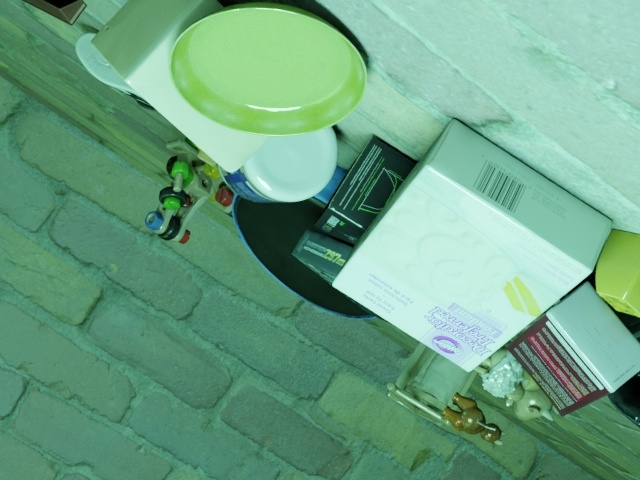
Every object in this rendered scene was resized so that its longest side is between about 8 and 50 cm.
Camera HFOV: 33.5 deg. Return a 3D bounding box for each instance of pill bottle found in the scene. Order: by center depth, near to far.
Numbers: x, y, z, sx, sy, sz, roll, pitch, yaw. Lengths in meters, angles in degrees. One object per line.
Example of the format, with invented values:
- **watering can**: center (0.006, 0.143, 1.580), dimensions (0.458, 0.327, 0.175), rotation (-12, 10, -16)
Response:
- **pill bottle**: center (-0.079, -0.136, 1.713), dimensions (0.153, 0.153, 0.264), rotation (34, 171, -15)

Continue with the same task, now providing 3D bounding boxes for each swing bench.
- **swing bench**: center (0.285, 0.286, 2.464), dimensions (0.165, 0.253, 0.255), rotation (31, 172, 9)

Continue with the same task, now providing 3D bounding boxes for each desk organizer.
- **desk organizer**: center (-0.475, -0.426, 1.844), dimensions (0.130, 0.047, 0.050), rotation (29, 168, 21)

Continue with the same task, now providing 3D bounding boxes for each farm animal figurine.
- **farm animal figurine**: center (0.386, 0.231, 1.946), dimensions (0.172, 0.330, 0.327), rotation (32, 144, 17)

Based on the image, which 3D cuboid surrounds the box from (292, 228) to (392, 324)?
- **box**: center (0.086, 0.078, 1.784), dimensions (0.232, 0.059, 0.183), rotation (38, 172, -38)

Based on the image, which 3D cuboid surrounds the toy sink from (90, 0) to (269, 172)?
- **toy sink**: center (-0.160, -0.228, 1.410), dimensions (0.234, 0.153, 0.131), rotation (41, -176, -47)

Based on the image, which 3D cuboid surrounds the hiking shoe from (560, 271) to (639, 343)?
- **hiking shoe**: center (0.400, 0.102, 1.554), dimensions (0.304, 0.113, 0.132), rotation (144, 105, -76)

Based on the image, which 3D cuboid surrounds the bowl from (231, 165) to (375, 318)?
- **bowl**: center (0.000, 0.000, 2.002), dimensions (0.391, 0.077, 0.391), rotation (26, 148, 18)

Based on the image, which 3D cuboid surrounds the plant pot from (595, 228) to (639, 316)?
- **plant pot**: center (0.388, 0.046, 1.308), dimensions (0.081, 0.083, 0.081), rotation (37, 169, -29)

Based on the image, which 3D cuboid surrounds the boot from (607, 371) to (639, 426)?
- **boot**: center (0.597, 0.317, 1.726), dimensions (0.445, 0.146, 0.367), rotation (27, 167, -35)

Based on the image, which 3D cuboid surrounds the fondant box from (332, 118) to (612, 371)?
- **fondant box**: center (0.187, 0.020, 1.401), dimensions (0.238, 0.096, 0.330), rotation (32, 146, -2)

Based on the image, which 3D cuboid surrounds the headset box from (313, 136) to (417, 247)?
- **headset box**: center (0.149, -0.014, 1.662), dimensions (0.283, 0.131, 0.246), rotation (32, 172, -2)

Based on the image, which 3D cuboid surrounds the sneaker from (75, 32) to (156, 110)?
- **sneaker**: center (-0.369, -0.307, 2.023), dimensions (0.217, 0.079, 0.121), rotation (32, 171, -6)

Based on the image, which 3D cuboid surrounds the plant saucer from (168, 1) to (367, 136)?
- **plant saucer**: center (-0.062, -0.211, 1.291), dimensions (0.240, 0.037, 0.241), rotation (3, 149, 2)

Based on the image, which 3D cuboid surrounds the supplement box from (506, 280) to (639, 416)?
- **supplement box**: center (0.340, 0.152, 1.427), dimensions (0.130, 0.073, 0.239), rotation (52, 167, 11)

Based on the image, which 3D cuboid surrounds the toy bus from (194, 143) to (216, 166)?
- **toy bus**: center (-0.184, -0.189, 1.948), dimensions (0.202, 0.104, 0.191), rotation (37, 171, -27)

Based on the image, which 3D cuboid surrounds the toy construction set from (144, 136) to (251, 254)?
- **toy construction set**: center (-0.221, -0.123, 2.347), dimensions (0.308, 0.237, 0.257), rotation (18, 148, -25)
